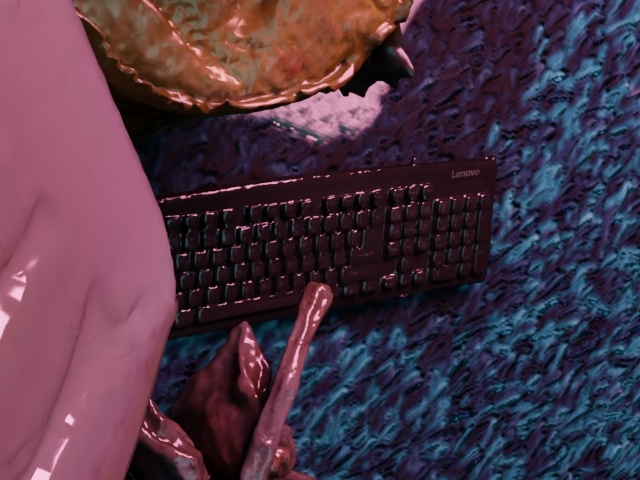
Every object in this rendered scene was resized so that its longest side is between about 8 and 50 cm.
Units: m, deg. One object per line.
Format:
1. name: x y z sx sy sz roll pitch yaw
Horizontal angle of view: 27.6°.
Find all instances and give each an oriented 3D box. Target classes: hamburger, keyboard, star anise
1. hamburger: -0.092 -0.154 0.544 0.211 0.132 0.309 -48 125 -11
2. keyboard: 0.000 0.000 0.730 0.251 0.017 0.087 -8 111 -32
3. star anise: -0.063 0.134 0.687 0.209 0.089 0.231 -4 120 -41

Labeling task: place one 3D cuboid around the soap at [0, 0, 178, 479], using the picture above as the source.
1. soap: -0.228 -0.038 0.333 0.350 0.213 0.435 -66 144 -49
